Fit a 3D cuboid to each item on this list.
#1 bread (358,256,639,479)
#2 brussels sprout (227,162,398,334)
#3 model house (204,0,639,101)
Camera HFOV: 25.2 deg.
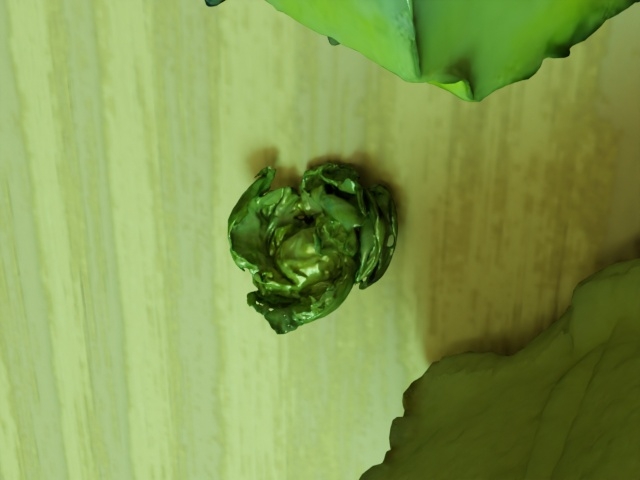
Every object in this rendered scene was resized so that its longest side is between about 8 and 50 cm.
[{"bbox_3d":[0.178,0.241,0.609,0.279,0.371,0.390,-26,108,40],"label":"bread"},{"bbox_3d":[0.000,0.000,0.712,0.085,0.058,0.085,1,92,29],"label":"brussels sprout"},{"bbox_3d":[0.018,-0.183,0.535,0.211,0.170,0.194,31,146,38],"label":"model house"}]
